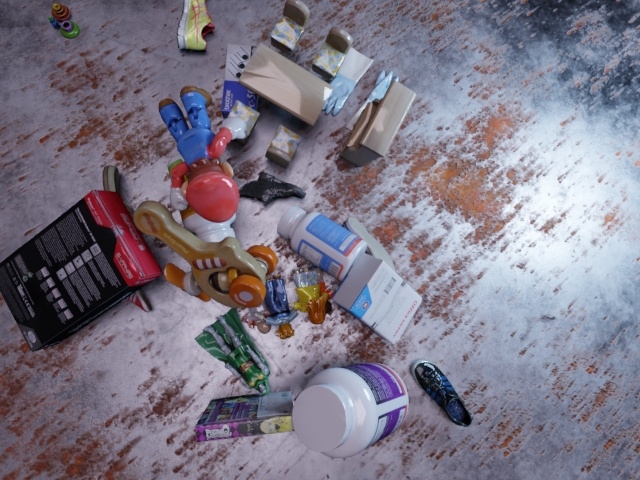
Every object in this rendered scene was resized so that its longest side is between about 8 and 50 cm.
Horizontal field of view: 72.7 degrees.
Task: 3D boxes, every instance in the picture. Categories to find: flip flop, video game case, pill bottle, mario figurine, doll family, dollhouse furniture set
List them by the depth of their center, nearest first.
[{"bbox_3d":[0.071,0.377,0.988,0.181,0.323,0.181,-7,76,28],"label":"pill bottle"},{"bbox_3d":[-0.166,0.405,1.017,0.210,0.232,0.041,-3,83,-7],"label":"video game case"},{"bbox_3d":[-0.270,-0.186,1.029,0.170,0.198,0.320,-8,72,-40],"label":"mario figurine"},{"bbox_3d":[-0.005,-0.362,1.105,0.394,0.256,0.362,28,87,-10],"label":"dollhouse furniture set"},{"bbox_3d":[-0.078,0.163,1.120,0.263,0.118,0.163,-17,81,-6],"label":"doll family"},{"bbox_3d":[-0.510,-0.064,1.129,0.080,0.112,0.277,-6,76,-21],"label":"flip flop"},{"bbox_3d":[-0.300,-0.099,1.130,0.136,0.136,0.245,-16,83,-8],"label":"pill bottle"},{"bbox_3d":[0.000,0.000,1.143,0.221,0.124,0.124,33,79,14],"label":"pill bottle"}]

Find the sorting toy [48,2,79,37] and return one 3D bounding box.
[{"bbox_3d":[-0.724,-0.619,1.215,0.061,0.042,0.102,-29,85,-9],"label":"sorting toy"}]

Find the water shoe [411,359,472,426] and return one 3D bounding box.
[{"bbox_3d":[0.326,0.398,1.146,0.073,0.080,0.203,-41,87,-11],"label":"water shoe"}]

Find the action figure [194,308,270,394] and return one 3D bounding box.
[{"bbox_3d":[-0.205,0.299,1.114,0.137,0.063,0.232,-41,83,2],"label":"action figure"}]

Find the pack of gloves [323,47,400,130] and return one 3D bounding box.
[{"bbox_3d":[0.118,-0.440,1.274,0.195,0.046,0.232,31,79,-1],"label":"pack of gloves"}]

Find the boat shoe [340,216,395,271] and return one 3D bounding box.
[{"bbox_3d":[0.126,0.031,1.205,0.065,0.075,0.206,-38,93,33],"label":"boat shoe"}]

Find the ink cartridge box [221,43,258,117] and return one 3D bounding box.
[{"bbox_3d":[-0.223,-0.451,1.239,0.097,0.046,0.207,4,81,-5],"label":"ink cartridge box"}]

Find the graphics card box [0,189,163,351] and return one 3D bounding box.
[{"bbox_3d":[-0.579,0.075,1.028,0.371,0.094,0.233,-33,86,14],"label":"graphics card box"}]

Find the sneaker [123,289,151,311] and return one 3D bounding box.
[{"bbox_3d":[-0.492,0.151,1.119,0.067,0.042,0.118,-38,79,-14],"label":"sneaker"}]

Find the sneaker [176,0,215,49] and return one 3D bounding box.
[{"bbox_3d":[-0.346,-0.638,1.246,0.094,0.081,0.208,11,87,-11],"label":"sneaker"}]

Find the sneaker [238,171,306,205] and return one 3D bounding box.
[{"bbox_3d":[-0.132,-0.128,1.198,0.170,0.051,0.089,25,80,3],"label":"sneaker"}]

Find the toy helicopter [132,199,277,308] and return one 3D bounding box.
[{"bbox_3d":[-0.292,0.044,1.033,0.355,0.235,0.140,43,35,-22],"label":"toy helicopter"}]

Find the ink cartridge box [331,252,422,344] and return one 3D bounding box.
[{"bbox_3d":[0.149,0.151,1.116,0.203,0.086,0.148,42,77,-36],"label":"ink cartridge box"}]
